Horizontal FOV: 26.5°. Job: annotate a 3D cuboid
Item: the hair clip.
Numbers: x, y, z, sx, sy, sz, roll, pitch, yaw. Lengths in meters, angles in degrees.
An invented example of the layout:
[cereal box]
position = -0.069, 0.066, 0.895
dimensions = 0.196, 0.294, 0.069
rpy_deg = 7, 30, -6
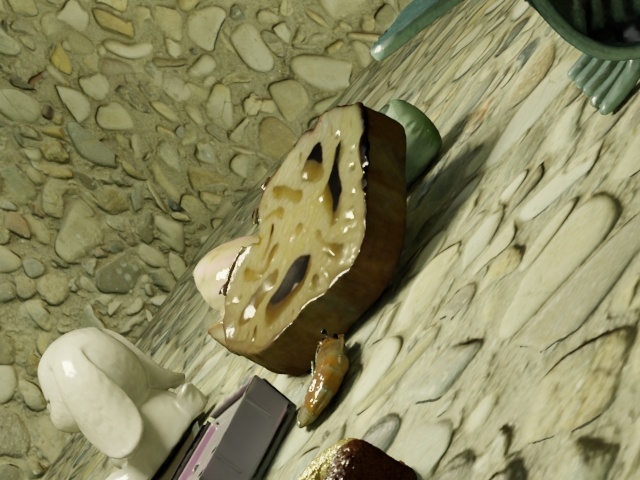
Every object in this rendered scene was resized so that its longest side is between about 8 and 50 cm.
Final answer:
[hair clip]
position = 0.270, -0.292, 1.491
dimensions = 0.392, 0.238, 0.318
rpy_deg = -49, 8, 12

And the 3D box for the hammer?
[hammer]
position = 0.095, -0.078, 1.999
dimensions = 0.206, 0.119, 0.335
rpy_deg = -49, 15, 16

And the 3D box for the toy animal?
[toy animal]
position = -0.339, 0.253, 2.242
dimensions = 0.206, 0.265, 0.272
rpy_deg = -47, 2, 23

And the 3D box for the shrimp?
[shrimp]
position = 0.003, 0.160, 1.647
dimensions = 0.101, 0.042, 0.190
rpy_deg = -55, 7, 24

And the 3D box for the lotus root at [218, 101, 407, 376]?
[lotus root]
position = 0.000, 0.000, 1.853
dimensions = 0.390, 0.111, 0.375
rpy_deg = -65, 20, -1

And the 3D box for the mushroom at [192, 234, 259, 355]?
[mushroom]
position = -0.113, 0.054, 2.305
dimensions = 0.173, 0.162, 0.236
rpy_deg = -47, 11, 37

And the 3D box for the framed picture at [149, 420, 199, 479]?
[framed picture]
position = -0.261, 0.398, 2.111
dimensions = 0.252, 0.014, 0.197
rpy_deg = -51, 8, -3

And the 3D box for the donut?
[donut]
position = 0.000, 0.249, 1.167
dimensions = 0.184, 0.073, 0.166
rpy_deg = -49, 5, 2

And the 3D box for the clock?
[clock]
position = -0.120, 0.274, 1.687
dimensions = 0.144, 0.073, 0.193
rpy_deg = -43, 12, 43
